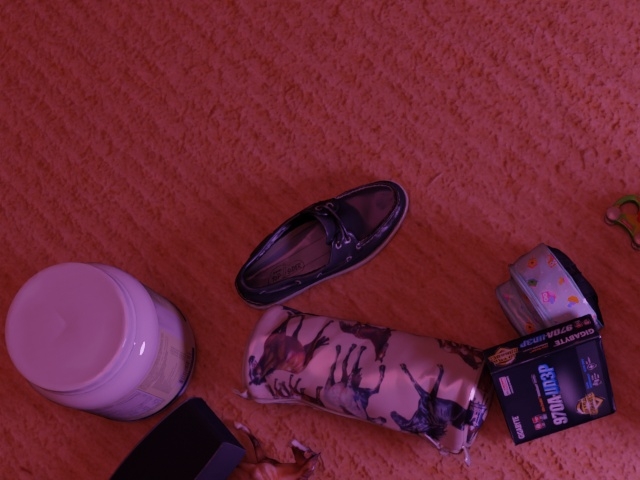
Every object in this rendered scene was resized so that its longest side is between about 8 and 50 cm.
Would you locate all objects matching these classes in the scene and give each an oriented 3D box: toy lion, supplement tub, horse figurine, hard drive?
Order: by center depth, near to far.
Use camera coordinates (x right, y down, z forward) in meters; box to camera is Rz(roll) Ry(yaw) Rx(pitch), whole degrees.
[{"bbox_3d":[-0.354,0.167,1.928,0.235,0.325,0.235,-3,75,10],"label":"supplement tub"},{"bbox_3d":[-0.132,0.424,1.960,0.174,0.066,0.263,29,81,22],"label":"horse figurine"},{"bbox_3d":[-0.257,0.392,1.963,0.255,0.054,0.172,-48,48,0],"label":"hard drive"},{"bbox_3d":[0.540,-0.039,1.972,0.096,0.034,0.100,-42,72,-9],"label":"toy lion"}]

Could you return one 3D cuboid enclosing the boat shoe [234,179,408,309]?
[{"bbox_3d":[-0.003,-0.003,2.017,0.340,0.113,0.127,-28,72,2],"label":"boat shoe"}]

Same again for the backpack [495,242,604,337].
[{"bbox_3d":[0.364,0.094,1.886,0.144,0.188,0.166,-31,73,1],"label":"backpack"}]

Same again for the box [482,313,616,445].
[{"bbox_3d":[0.360,0.220,1.842,0.175,0.220,0.051,-19,47,5],"label":"box"}]

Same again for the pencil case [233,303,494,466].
[{"bbox_3d":[0.074,0.227,1.922,0.410,0.160,0.183,12,64,13],"label":"pencil case"}]
